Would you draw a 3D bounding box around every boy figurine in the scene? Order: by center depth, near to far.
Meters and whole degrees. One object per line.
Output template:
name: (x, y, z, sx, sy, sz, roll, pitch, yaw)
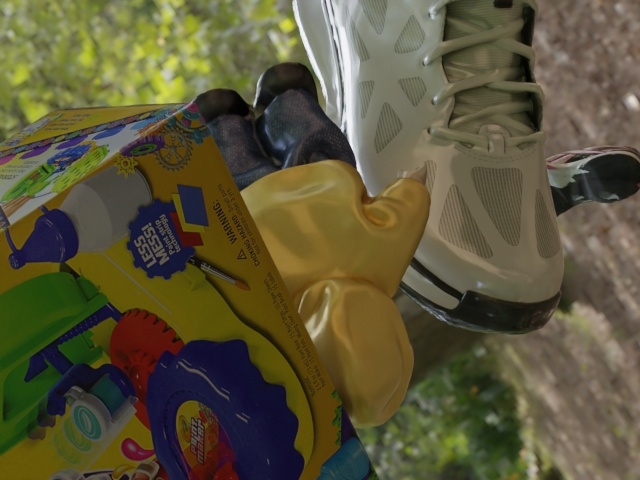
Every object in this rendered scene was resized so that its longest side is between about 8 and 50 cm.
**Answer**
boy figurine: (0.000, 0.000, 1.026, 0.092, 0.177, 0.285, 71, 175, -52)

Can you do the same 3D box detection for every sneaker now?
sneaker: (0.104, -0.160, 1.149, 0.257, 0.169, 0.447, 117, 146, -41)
sneaker: (0.274, -0.067, 1.658, 0.077, 0.178, 0.072, -42, -54, -62)

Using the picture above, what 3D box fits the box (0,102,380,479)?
box: (-0.157, 0.113, 0.883, 0.177, 0.279, 0.290, 4, 126, 53)
